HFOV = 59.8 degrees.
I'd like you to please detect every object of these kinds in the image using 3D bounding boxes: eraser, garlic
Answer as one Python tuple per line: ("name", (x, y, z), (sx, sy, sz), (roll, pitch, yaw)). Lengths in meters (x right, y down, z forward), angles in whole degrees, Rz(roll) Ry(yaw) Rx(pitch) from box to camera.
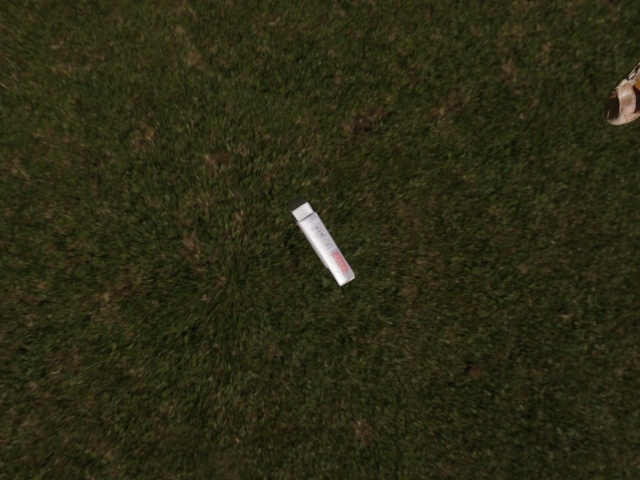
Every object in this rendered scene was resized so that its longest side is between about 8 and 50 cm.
("eraser", (0.000, 0.000, 0.725), (0.029, 0.052, 0.122), (-33, 109, -3))
("garlic", (0.735, -0.348, 1.285), (0.174, 0.124, 0.099), (-45, 84, 3))
